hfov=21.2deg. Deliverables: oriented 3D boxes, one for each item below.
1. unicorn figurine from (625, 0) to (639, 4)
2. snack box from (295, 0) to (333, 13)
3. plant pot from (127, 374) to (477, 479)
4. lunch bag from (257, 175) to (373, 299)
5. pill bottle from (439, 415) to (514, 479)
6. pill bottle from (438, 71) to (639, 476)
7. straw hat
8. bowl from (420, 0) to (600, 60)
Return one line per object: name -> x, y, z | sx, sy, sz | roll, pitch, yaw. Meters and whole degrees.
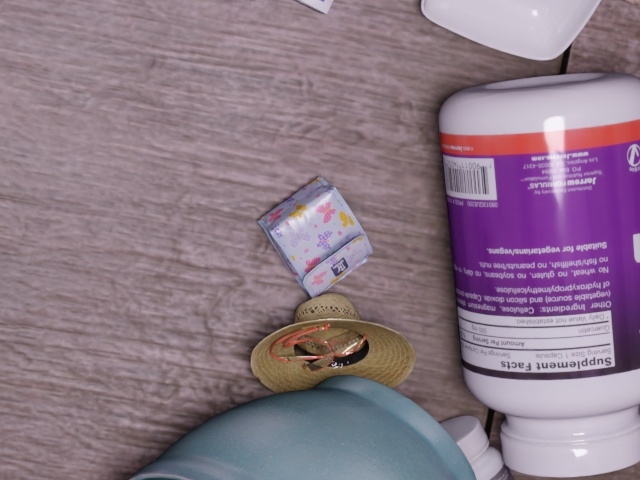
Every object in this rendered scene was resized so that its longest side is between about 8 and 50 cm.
unicorn figurine -> 0.255, -0.272, 1.479 | 0.111, 0.060, 0.162 | -39, 104, -7
snack box -> 0.013, -0.284, 1.435 | 0.064, 0.022, 0.178 | 25, 90, -17
plant pot -> 0.007, 0.233, 1.388 | 0.293, 0.293, 0.196 | 53, 56, -14
lunch bag -> 0.000, 0.000, 1.453 | 0.071, 0.053, 0.083 | -34, 116, -7
pill bottle -> 0.136, 0.228, 1.502 | 0.078, 0.078, 0.137 | -27, 103, -10
pill bottle -> 0.202, 0.026, 1.441 | 0.182, 0.181, 0.322 | -9, 99, -13
straw hat -> 0.009, 0.079, 1.457 | 0.145, 0.144, 0.061 | 5, 53, -15
bowl -> 0.168, -0.232, 1.442 | 0.142, 0.053, 0.142 | 19, 131, -12
